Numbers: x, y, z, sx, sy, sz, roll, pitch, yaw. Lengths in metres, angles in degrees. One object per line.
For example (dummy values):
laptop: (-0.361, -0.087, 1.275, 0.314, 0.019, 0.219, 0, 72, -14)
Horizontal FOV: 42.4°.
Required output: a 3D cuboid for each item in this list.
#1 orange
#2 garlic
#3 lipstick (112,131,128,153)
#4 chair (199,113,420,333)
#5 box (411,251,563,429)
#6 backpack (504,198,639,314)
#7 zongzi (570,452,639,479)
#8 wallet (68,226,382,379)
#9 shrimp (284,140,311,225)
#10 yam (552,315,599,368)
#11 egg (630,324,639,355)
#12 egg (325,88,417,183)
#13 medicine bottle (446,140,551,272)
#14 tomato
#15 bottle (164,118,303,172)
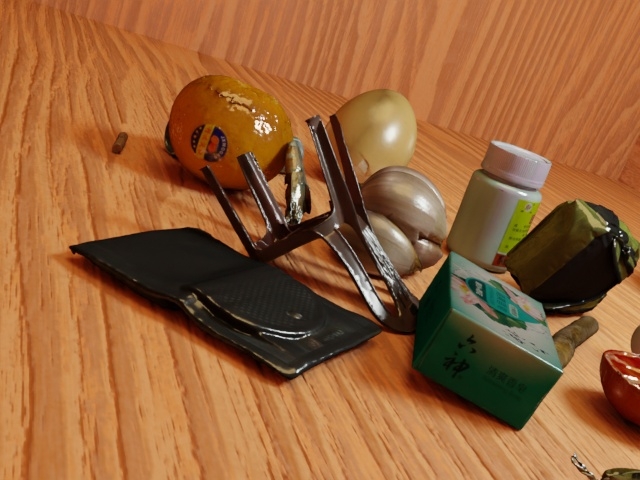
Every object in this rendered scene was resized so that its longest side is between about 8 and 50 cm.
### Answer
orange: (-0.157, -0.186, 1.436, 0.219, 0.193, 0.219, 16, 31, -10)
garlic: (0.119, -0.037, 1.349, 0.191, 0.160, 0.214, 17, 14, 7)
lipstick: (-0.357, -0.175, 1.469, 0.019, 0.019, 0.094, 16, 17, -13)
chair: (0.000, 0.000, 1.179, 0.326, 0.183, 0.175, 66, 19, -4)
box: (0.207, 0.117, 1.049, 0.153, 0.092, 0.245, 31, 17, -1)
backpack: (0.456, 0.038, 1.440, 0.253, 0.207, 0.140, 15, 37, -47)
zongzi: (0.348, 0.274, 0.841, 0.189, 0.081, 0.178, 12, -9, 20)
wallet: (-0.106, 0.060, 1.000, 0.323, 0.041, 0.247, 25, 16, 23)
shrimp: (-0.038, -0.067, 1.407, 0.035, 0.148, 0.195, -2, 60, 5)
yam: (0.370, 0.155, 1.238, 0.045, 0.045, 0.327, 50, 26, 15)
egg: (0.543, 0.173, 1.274, 0.103, 0.103, 0.135, 8, 19, -34)
egg: (0.111, -0.223, 1.810, 0.201, 0.244, 0.201, 29, -13, 8)
medicine bottle: (0.338, -0.064, 1.568, 0.139, 0.225, 0.139, 17, 17, -5)
tomato: (0.430, 0.210, 1.088, 0.155, 0.069, 0.155, 21, 18, -7)
bottle: (-0.163, -0.187, 1.621, 0.286, 0.082, 0.082, 6, 22, -40)
